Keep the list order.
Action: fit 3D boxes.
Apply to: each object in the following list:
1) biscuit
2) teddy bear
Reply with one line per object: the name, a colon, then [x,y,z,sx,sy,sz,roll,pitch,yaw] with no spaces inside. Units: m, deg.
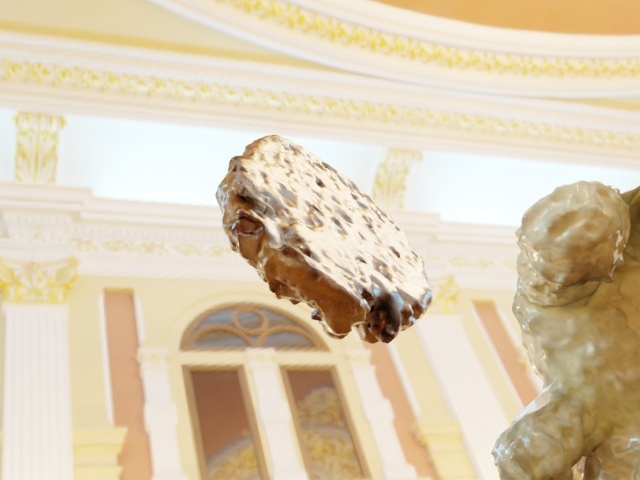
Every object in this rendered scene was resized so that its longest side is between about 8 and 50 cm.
biscuit: [0.003,0.003,1.037,0.289,0.334,0.081,43,-67,0]
teddy bear: [0.313,0.162,0.769,0.327,0.362,0.375,-16,-21,-3]
